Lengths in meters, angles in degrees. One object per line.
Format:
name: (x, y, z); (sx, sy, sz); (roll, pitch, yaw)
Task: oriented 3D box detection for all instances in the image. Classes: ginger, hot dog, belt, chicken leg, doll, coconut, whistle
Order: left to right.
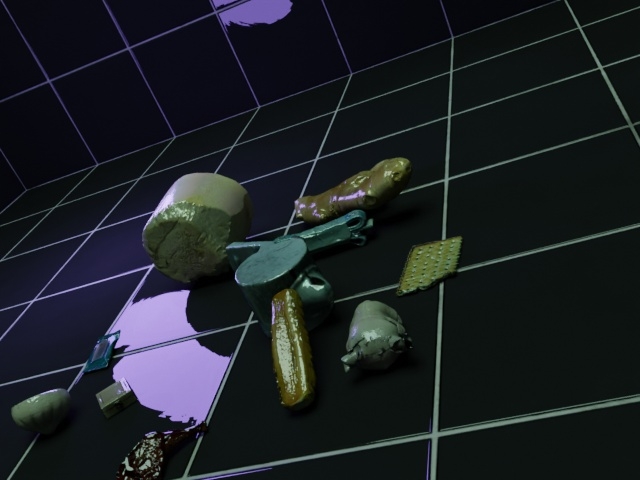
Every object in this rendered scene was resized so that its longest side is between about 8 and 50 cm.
chicken leg: (-0.321, 0.424, 1.472); (0.093, 0.053, 0.205); (22, 55, 28)
coconut: (-0.348, -0.046, 2.174); (0.298, 0.297, 0.309); (-14, 28, 22)
whistle: (-0.103, 0.088, 1.795); (0.188, 0.168, 0.405); (-28, 25, -6)
hot dog: (-0.057, 0.222, 1.524); (0.083, 0.068, 0.288); (-23, 44, 13)
belt: (0.000, 0.000, 1.983); (0.303, 0.087, 0.072); (-18, 13, 13)
ginger: (0.095, -0.122, 2.075); (0.348, 0.122, 0.363); (-32, 15, 3)
doll: (0.112, 0.191, 1.484); (0.149, 0.095, 0.192); (-19, 22, 8)

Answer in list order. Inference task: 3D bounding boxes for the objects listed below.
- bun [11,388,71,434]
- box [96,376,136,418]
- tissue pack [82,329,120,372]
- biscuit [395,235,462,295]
bun: (-0.656, 0.415, 1.749); (0.138, 0.094, 0.138); (-23, -14, -6)
box: (-0.482, 0.371, 1.738); (0.079, 0.035, 0.083); (-31, 26, -14)
tissue pack: (-0.586, 0.302, 1.986); (0.085, 0.028, 0.138); (-19, 30, 20)
biscuit: (0.257, 0.055, 1.709); (0.144, 0.016, 0.203); (-13, 26, 24)
